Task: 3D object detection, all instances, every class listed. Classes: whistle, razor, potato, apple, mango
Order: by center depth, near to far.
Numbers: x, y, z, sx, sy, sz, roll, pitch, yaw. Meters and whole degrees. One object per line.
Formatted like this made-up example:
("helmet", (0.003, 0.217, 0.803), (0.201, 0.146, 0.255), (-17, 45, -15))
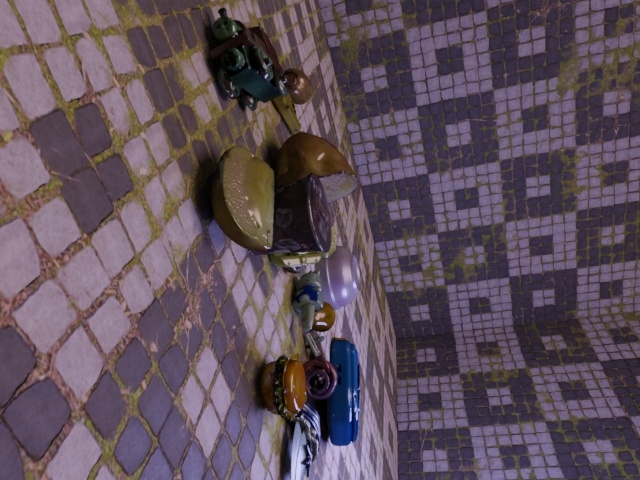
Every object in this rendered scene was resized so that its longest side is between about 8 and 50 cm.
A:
("apple", (-0.194, -0.105, 1.125), (0.193, 0.120, 0.265), (46, 32, -46))
("whistle", (-0.041, 0.190, 1.600), (0.092, 0.110, 0.244), (35, 38, -26))
("potato", (-0.046, -0.250, 1.618), (0.289, 0.300, 0.237), (119, -48, -67))
("mango", (-0.003, 0.267, 1.725), (0.163, 0.089, 0.111), (40, 43, -58))
("razor", (-0.016, 0.365, 1.738), (0.084, 0.036, 0.211), (63, 6, 9))

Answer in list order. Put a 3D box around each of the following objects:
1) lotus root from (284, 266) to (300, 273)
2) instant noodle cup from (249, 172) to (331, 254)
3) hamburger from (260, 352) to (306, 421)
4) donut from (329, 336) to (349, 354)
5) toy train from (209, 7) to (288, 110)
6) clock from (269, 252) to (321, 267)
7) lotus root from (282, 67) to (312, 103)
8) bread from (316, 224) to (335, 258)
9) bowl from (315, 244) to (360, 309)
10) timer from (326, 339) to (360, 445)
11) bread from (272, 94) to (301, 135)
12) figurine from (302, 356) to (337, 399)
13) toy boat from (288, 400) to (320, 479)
("lotus root", (-0.095, 0.071, 1.548), (0.054, 0.049, 0.099), (-60, 140, -30))
("instant noodle cup", (-0.093, -0.059, 1.307), (0.217, 0.207, 0.218), (-9, 90, -76))
("hamburger", (-0.095, 0.376, 1.251), (0.189, 0.093, 0.164), (35, 49, -70))
("donut", (0.092, 0.474, 2.013), (0.181, 0.078, 0.146), (-59, 141, -72))
("toy train", (-0.199, -0.498, 1.340), (0.304, 0.150, 0.222), (-1, 71, -75))
("clock", (-0.077, -0.037, 1.475), (0.170, 0.069, 0.232), (-5, 93, -44))
("lotus root", (-0.090, -0.597, 1.896), (0.221, 0.118, 0.125), (-7, 105, -74))
("bread", (0.000, 0.000, 1.871), (0.129, 0.111, 0.114), (-38, 124, -54))
("bowl", (0.086, 0.147, 2.061), (0.287, 0.143, 0.287), (-9, 90, -78))
("timer", (0.080, 0.535, 1.714), (0.340, 0.115, 0.309), (87, 3, -48))
("bread", (-0.123, -0.490, 1.817), (0.226, 0.049, 0.088), (52, 32, -66))
("figurine", (-0.016, 0.425, 1.555), (0.114, 0.126, 0.157), (32, 3, -17))
("toy boat", (-0.051, 0.602, 1.356), (0.210, 0.070, 0.292), (56, 31, -51))
